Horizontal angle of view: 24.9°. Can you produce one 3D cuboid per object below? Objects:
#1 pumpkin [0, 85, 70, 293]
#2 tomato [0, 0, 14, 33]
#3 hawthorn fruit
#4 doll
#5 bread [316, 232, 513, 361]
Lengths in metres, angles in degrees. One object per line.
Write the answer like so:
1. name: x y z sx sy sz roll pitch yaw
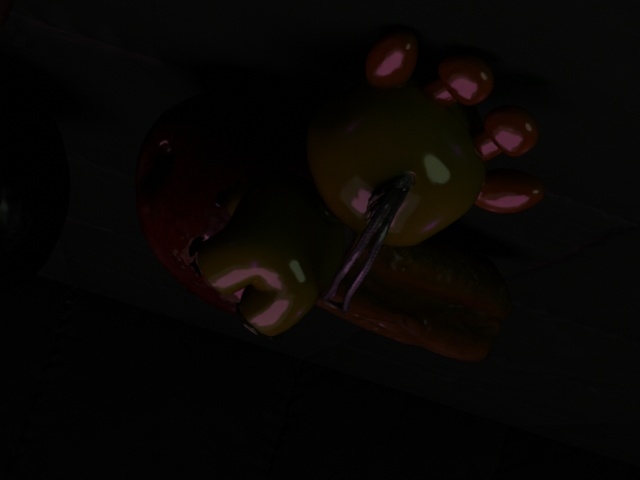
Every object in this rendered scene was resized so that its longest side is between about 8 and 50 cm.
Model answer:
1. pumpkin: -0.369 -0.020 1.283 0.296 0.295 0.296 17 170 3
2. tomato: -0.241 -0.148 0.649 0.232 0.188 0.232 17 164 5
3. hawthorn fruit: -0.054 -0.032 1.071 0.173 0.173 0.173 17 170 3
4. doll: 0.030 -0.039 0.901 0.221 0.135 0.143 -30 110 30
5. bread: 0.000 0.000 1.316 0.380 0.109 0.185 27 175 -35
